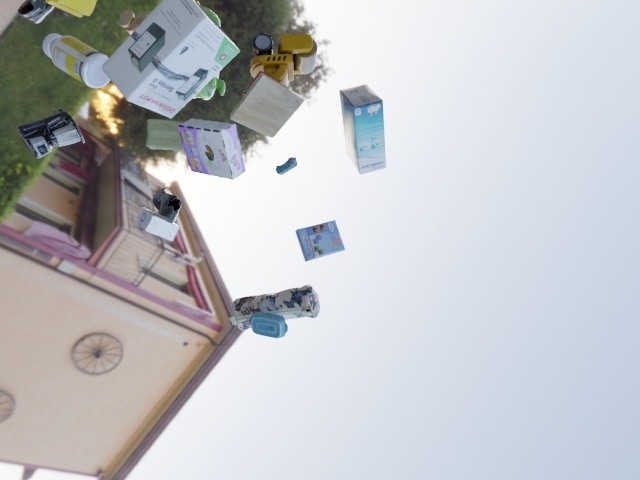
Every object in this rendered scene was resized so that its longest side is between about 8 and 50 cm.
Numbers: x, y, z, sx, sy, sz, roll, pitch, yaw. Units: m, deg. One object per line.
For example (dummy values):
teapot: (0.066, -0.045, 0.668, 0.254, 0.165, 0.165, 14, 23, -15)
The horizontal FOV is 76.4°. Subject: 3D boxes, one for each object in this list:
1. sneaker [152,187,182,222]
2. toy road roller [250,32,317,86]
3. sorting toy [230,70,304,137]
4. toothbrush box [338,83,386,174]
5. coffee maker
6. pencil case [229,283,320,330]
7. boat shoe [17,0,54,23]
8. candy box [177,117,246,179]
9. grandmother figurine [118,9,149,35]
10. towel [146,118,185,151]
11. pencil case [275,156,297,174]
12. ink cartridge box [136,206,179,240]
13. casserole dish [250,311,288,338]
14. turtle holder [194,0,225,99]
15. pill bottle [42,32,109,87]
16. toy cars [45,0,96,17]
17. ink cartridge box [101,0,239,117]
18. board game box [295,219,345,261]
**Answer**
sneaker: (-0.685, -0.164, 1.851, 0.130, 0.109, 0.286, -46, -139, 15)
toy road roller: (-0.174, -0.836, 1.971, 0.202, 0.329, 0.241, 107, -22, -80)
sorting toy: (-0.257, -0.640, 1.907, 0.255, 0.257, 0.089, -42, -125, 28)
toothbrush box: (0.175, -0.458, 1.679, 0.126, 0.296, 0.216, -15, -140, -4)
coffee maker: (-1.008, -0.398, 1.517, 0.178, 0.120, 0.171, -33, -137, -30)
pencil case: (-0.214, 0.320, 1.935, 0.410, 0.160, 0.183, -12, -177, 8)
boat shoe: (-1.194, -1.021, 1.734, 0.233, 0.079, 0.084, -23, -105, 25)
candy box: (-0.349, -0.296, 1.314, 0.196, 0.165, 0.070, 15, -140, 28)
grandmother figurine: (-0.644, -0.748, 1.638, 0.207, 0.342, 0.104, 29, -102, 18)
towel: (-0.537, -0.373, 1.438, 0.027, 0.148, 0.110, -147, -119, -80)
pencil case: (-0.206, -0.451, 2.464, 0.151, 0.070, 0.064, -24, -159, 41)
ink cartridge box: (-0.592, -0.061, 1.468, 0.180, 0.104, 0.060, 22, -94, 52)
casserole dish: (-0.239, 0.386, 1.835, 0.188, 0.114, 0.037, 7, -162, 16)
turtle holder: (-0.470, -0.693, 1.491, 0.243, 0.227, 0.320, -84, -176, -57)
pill bottle: (-0.717, -0.534, 1.198, 0.184, 0.103, 0.103, 32, -95, 11)
toy cars: (-0.383, -0.585, 0.771, 0.176, 0.087, 0.394, 98, 12, -63)
ink cartridge box: (-0.390, -0.484, 1.087, 0.289, 0.121, 0.211, -40, 175, 12)
board game box: (0.000, 0.000, 1.957, 0.039, 0.211, 0.160, -34, -108, 65)
